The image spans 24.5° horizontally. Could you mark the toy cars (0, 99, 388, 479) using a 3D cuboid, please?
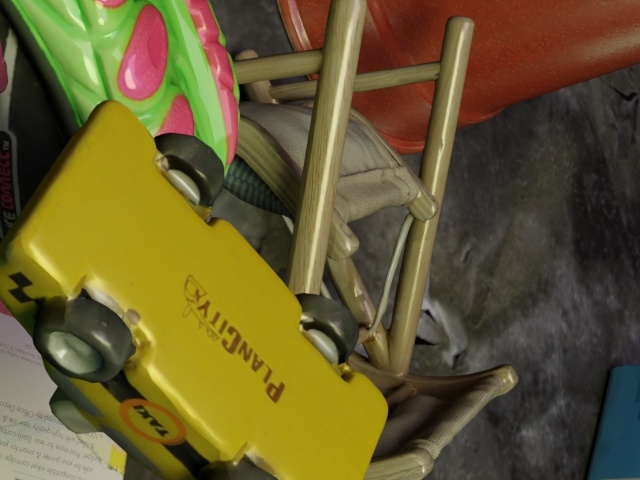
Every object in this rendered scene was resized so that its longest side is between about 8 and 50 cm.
[{"bbox_3d":[-0.129,0.038,0.501,0.393,0.087,0.177,4,74,-49],"label":"toy cars"}]

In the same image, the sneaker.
[{"bbox_3d":[-0.212,-0.200,0.643,0.483,0.202,0.185,67,17,-5],"label":"sneaker"}]

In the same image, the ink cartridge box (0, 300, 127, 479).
[{"bbox_3d":[-0.161,0.111,0.751,0.115,0.067,0.198,29,59,-45],"label":"ink cartridge box"}]

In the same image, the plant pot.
[{"bbox_3d":[0.149,-0.216,1.056,0.272,0.265,0.273,14,73,-50],"label":"plant pot"}]

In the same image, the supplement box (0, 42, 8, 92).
[{"bbox_3d":[-0.226,-0.099,0.562,0.081,0.188,0.104,-53,144,-60],"label":"supplement box"}]

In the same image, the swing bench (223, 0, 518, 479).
[{"bbox_3d":[0.000,0.000,0.855,0.253,0.165,0.255,-14,97,-72],"label":"swing bench"}]

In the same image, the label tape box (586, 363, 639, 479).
[{"bbox_3d":[0.361,0.306,1.345,0.348,0.115,0.249,47,49,-34],"label":"label tape box"}]
